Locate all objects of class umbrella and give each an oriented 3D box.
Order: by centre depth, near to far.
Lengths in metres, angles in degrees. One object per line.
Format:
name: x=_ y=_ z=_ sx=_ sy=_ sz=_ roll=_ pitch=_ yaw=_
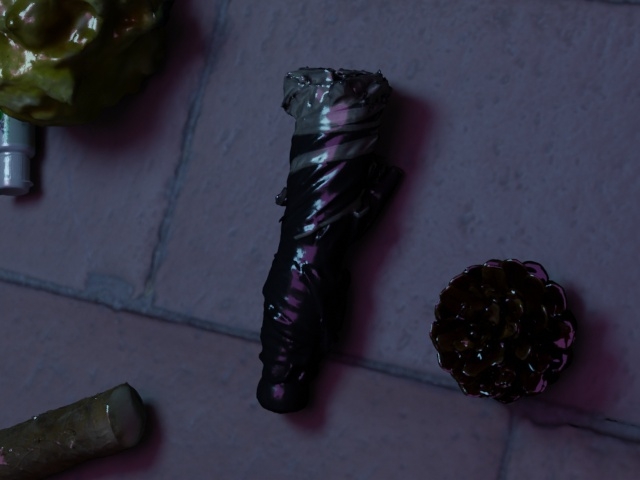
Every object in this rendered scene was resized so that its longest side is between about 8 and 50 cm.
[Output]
umbrella: x=-0.003 y=-0.001 z=1.429 sx=0.113 sy=0.106 sz=0.358 roll=13 pitch=94 yaw=37

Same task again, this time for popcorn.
popcorn: x=-0.278 y=-0.241 z=1.530 sx=0.225 sy=0.249 sz=0.249 roll=25 pitch=92 yaw=14

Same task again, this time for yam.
yam: x=-0.343 y=0.245 z=1.553 sx=0.356 sy=0.081 sz=0.081 roll=-23 pitch=71 yaw=23

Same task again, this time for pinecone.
pinecone: x=0.168 y=0.083 z=1.301 sx=0.140 sy=0.121 sz=0.140 roll=-1 pitch=86 yaw=20

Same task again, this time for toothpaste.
toothpaste: x=-0.360 y=-0.208 z=1.659 sx=0.058 sy=0.056 sz=0.314 roll=-4 pitch=75 yaw=2
